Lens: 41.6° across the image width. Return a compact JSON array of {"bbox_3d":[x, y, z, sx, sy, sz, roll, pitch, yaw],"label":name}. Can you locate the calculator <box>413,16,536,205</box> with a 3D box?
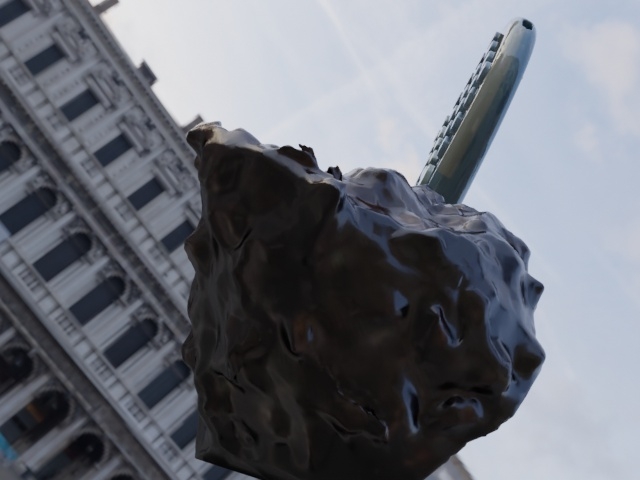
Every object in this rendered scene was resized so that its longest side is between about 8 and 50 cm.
[{"bbox_3d":[0.114,-0.061,0.768,0.042,0.188,0.303,24,-57,2],"label":"calculator"}]

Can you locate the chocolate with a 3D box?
[{"bbox_3d":[0.000,0.000,0.466,0.224,0.206,0.177,3,-51,43],"label":"chocolate"}]
